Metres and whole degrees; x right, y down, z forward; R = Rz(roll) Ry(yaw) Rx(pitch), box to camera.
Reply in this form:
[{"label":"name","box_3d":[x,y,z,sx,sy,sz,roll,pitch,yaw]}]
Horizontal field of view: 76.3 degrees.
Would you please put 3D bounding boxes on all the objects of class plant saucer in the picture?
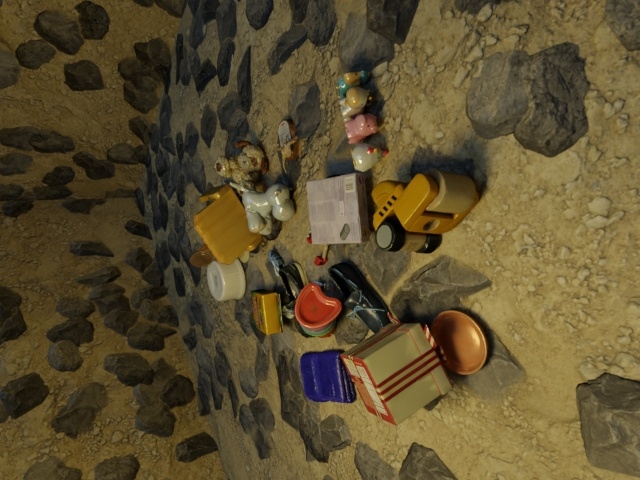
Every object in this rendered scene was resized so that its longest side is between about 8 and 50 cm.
[{"label":"plant saucer","box_3d":[0.435,0.315,1.276,0.200,0.037,0.200,10,103,50]}]

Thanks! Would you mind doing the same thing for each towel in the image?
[{"label":"towel","box_3d":[0.017,0.611,1.814,0.308,0.076,0.228,-25,77,50]}]

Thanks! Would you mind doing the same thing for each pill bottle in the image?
[{"label":"pill bottle","box_3d":[-0.506,-0.240,2.307,0.112,0.112,0.187,36,122,42]}]

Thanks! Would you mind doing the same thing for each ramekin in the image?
[{"label":"ramekin","box_3d":[-0.571,0.230,2.438,0.277,0.135,0.277,15,109,51]}]

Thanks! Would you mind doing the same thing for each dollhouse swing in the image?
[{"label":"dollhouse swing","box_3d":[-0.528,-0.061,2.106,0.315,0.305,0.347,-2,125,50]}]

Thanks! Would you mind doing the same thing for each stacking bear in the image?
[{"label":"stacking bear","box_3d":[-0.003,0.322,1.680,0.175,0.164,0.289,34,163,23]}]

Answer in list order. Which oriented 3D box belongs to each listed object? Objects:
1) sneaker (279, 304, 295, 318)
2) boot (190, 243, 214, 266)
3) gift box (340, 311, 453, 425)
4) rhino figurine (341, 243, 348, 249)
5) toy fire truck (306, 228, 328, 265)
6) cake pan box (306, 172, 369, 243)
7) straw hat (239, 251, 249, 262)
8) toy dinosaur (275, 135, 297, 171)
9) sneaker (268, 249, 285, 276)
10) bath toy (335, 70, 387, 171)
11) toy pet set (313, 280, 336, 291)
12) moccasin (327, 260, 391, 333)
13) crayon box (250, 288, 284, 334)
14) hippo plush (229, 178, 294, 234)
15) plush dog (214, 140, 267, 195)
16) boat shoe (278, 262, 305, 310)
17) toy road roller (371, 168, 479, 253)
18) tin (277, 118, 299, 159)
[{"label":"sneaker","box_3d":[-0.171,0.346,2.039,0.135,0.052,0.058,11,94,44]},{"label":"boot","box_3d":[-0.654,0.019,2.436,0.283,0.109,0.220,-43,23,26]},{"label":"gift box","box_3d":[0.243,0.390,1.309,0.276,0.258,0.255,66,160,-1]},{"label":"rhino figurine","box_3d":[0.092,-0.082,1.613,0.106,0.073,0.243,8,100,44]},{"label":"toy fire truck","box_3d":[0.000,0.000,1.763,0.135,0.047,0.192,49,130,34]},{"label":"cake pan box","box_3d":[0.062,-0.119,1.542,0.245,0.070,0.267,-4,93,40]},{"label":"straw hat","box_3d":[-0.474,0.067,2.357,0.144,0.061,0.145,12,106,50]},{"label":"toy dinosaur","box_3d":[-0.163,-0.403,1.845,0.093,0.053,0.183,51,132,31]},{"label":"sneaker","box_3d":[-0.214,0.106,2.047,0.059,0.053,0.144,-39,74,48]},{"label":"bath toy","box_3d":[0.149,-0.422,1.459,0.151,0.129,0.348,45,-147,-80]},{"label":"toy pet set","box_3d":[0.017,0.230,1.788,0.114,0.065,0.122,17,116,12]},{"label":"moccasin","box_3d":[0.135,0.233,1.574,0.342,0.116,0.138,51,132,34]},{"label":"crayon box","box_3d":[-0.275,0.358,2.072,0.318,0.081,0.202,171,92,-67]},{"label":"hippo plush","box_3d":[-0.232,-0.187,1.946,0.236,0.234,0.294,-17,98,21]},{"label":"plush dog","box_3d":[-0.372,-0.387,2.100,0.262,0.210,0.225,45,119,2]},{"label":"boat shoe","box_3d":[-0.112,0.270,1.892,0.127,0.113,0.340,-28,74,49]},{"label":"toy road roller","box_3d":[0.290,-0.122,1.268,0.329,0.202,0.241,-55,43,41]},{"label":"tin","box_3d":[-0.150,-0.469,1.889,0.106,0.040,0.190,-17,82,47]}]
